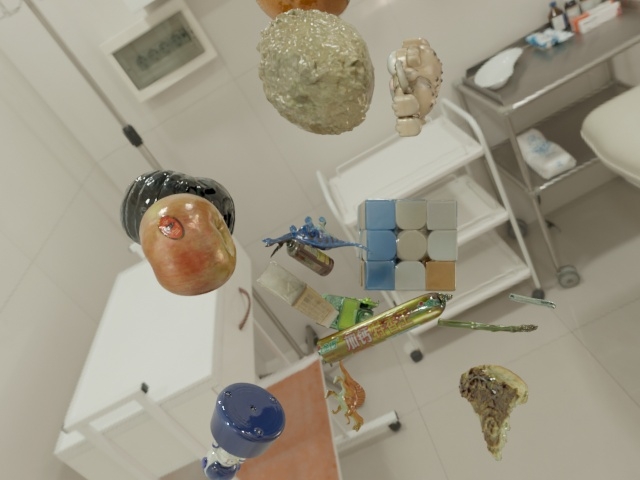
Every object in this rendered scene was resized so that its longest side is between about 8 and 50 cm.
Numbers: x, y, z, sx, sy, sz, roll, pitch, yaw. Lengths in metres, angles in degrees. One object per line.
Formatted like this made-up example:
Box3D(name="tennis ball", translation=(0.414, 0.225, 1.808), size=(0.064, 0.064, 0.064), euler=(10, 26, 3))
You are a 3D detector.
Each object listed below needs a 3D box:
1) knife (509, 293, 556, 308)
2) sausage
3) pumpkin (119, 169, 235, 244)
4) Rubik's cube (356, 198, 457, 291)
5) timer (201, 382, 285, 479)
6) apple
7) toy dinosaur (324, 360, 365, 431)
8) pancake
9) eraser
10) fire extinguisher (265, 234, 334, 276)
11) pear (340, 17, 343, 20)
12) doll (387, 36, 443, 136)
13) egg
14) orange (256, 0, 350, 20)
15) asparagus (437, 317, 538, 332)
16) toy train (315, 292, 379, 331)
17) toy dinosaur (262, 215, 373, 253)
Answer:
Box3D(name="knife", translation=(0.732, 0.209, 1.792), size=(0.162, 0.044, 0.023), euler=(9, 71, 49))
Box3D(name="sausage", translation=(0.165, 0.218, 1.305), size=(0.371, 0.082, 0.082), euler=(-28, 29, 19))
Box3D(name="pumpkin", translation=(-0.453, -0.085, 1.650), size=(0.363, 0.363, 0.266), euler=(18, 96, 54))
Box3D(name="Rubik's cube", translation=(0.322, 0.016, 2.010), size=(0.347, 0.344, 0.346), euler=(-1, 1, -1))
Box3D(name="timer", translation=(-0.323, 0.760, 1.938), size=(0.383, 0.270, 0.270), euler=(-62, 21, 22))
Box3D(name="apple", translation=(-0.266, 0.009, 1.030), size=(0.164, 0.209, 0.209), euler=(-21, 30, 3))
Box3D(name="toy dinosaur", translation=(0.097, 0.487, 1.651), size=(0.057, 0.142, 0.212), euler=(139, 153, -70))
Box3D(name="pancake", translation=(0.456, 0.449, 1.364), size=(0.266, 0.057, 0.244), euler=(130, 146, -64))
Box3D(name="eraser", translation=(-0.056, 0.172, 1.554), size=(0.144, 0.343, 0.078), euler=(32, 83, 25))
Box3D(name="fire extinguisher", translation=(-0.069, 0.050, 1.713), size=(0.075, 0.252, 0.106), euler=(10, 71, 51))
Box3D(name="pear", translation=(0.002, -0.620, 1.670), size=(0.212, 0.269, 0.212), euler=(-4, 51, 5))
Box3D(name="doll", translation=(0.190, -0.320, 1.069), size=(0.119, 0.154, 0.278), euler=(-3, 31, 18))
Box3D(name="egg", translation=(-0.007, -0.385, 1.202), size=(0.279, 0.310, 0.279), euler=(-41, -13, -11))
Box3D(name="orange", translation=(-0.048, -0.730, 1.396), size=(0.312, 0.312, 0.312), euler=(-24, 30, 15))
Box3D(name="asparagus", translation=(0.425, 0.220, 1.328), size=(0.248, 0.025, 0.024), euler=(1, 53, 23))
Box3D(name="toy train", translation=(0.102, 0.287, 2.011), size=(0.271, 0.188, 0.159), euler=(173, 111, -69))
Box3D(name="toy dinosaur", translation=(-0.015, -0.017, 1.527), size=(0.329, 0.076, 0.144), euler=(7, 30, -16))
